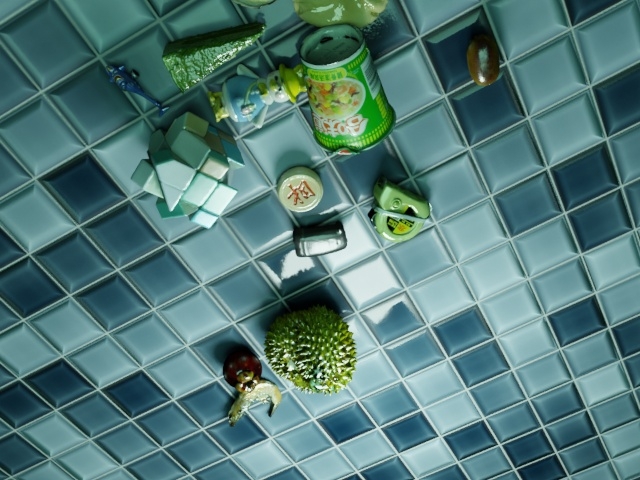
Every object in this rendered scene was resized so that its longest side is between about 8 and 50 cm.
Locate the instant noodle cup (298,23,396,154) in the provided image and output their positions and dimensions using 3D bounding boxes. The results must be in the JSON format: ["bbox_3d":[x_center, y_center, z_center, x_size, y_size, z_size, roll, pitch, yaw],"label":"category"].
[{"bbox_3d":[0.053,-0.342,1.491,0.206,0.207,0.233,-16,138,4],"label":"instant noodle cup"}]

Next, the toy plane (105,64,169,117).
[{"bbox_3d":[-0.430,-0.352,1.554,0.054,0.062,0.167,-41,128,19],"label":"toy plane"}]

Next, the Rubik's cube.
[{"bbox_3d":[-0.326,-0.172,1.592,0.212,0.224,0.265,23,117,-37],"label":"Rubik's cube"}]

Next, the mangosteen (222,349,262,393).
[{"bbox_3d":[-0.232,0.403,2.019,0.140,0.140,0.140,-3,123,-4],"label":"mangosteen"}]

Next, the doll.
[{"bbox_3d":[-0.142,-0.348,1.565,0.240,0.135,0.099,-18,151,7],"label":"doll"}]

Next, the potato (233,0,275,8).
[{"bbox_3d":[-0.149,-0.581,1.392,0.200,0.081,0.164,24,146,15],"label":"potato"}]

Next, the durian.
[{"bbox_3d":[-0.016,0.314,1.946,0.291,0.224,0.291,19,130,25],"label":"durian"}]

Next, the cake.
[{"bbox_3d":[-0.241,-0.441,1.488,0.235,0.100,0.099,-30,121,14],"label":"cake"}]

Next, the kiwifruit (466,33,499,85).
[{"bbox_3d":[0.387,-0.428,1.582,0.075,0.075,0.125,-19,120,6],"label":"kiwifruit"}]

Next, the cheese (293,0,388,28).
[{"bbox_3d":[0.037,-0.561,1.440,0.225,0.117,0.214,-6,127,4],"label":"cheese"}]

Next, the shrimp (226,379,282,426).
[{"bbox_3d":[-0.212,0.538,2.164,0.150,0.051,0.217,25,113,-29],"label":"shrimp"}]

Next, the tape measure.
[{"bbox_3d":[0.207,-0.074,1.784,0.177,0.087,0.154,22,106,-20],"label":"tape measure"}]

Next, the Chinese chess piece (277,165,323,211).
[{"bbox_3d":[-0.053,-0.133,1.739,0.122,0.051,0.122,-3,124,-4],"label":"Chinese chess piece"}]

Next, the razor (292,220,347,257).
[{"bbox_3d":[0.000,0.000,1.830,0.147,0.054,0.090,-9,127,0],"label":"razor"}]
